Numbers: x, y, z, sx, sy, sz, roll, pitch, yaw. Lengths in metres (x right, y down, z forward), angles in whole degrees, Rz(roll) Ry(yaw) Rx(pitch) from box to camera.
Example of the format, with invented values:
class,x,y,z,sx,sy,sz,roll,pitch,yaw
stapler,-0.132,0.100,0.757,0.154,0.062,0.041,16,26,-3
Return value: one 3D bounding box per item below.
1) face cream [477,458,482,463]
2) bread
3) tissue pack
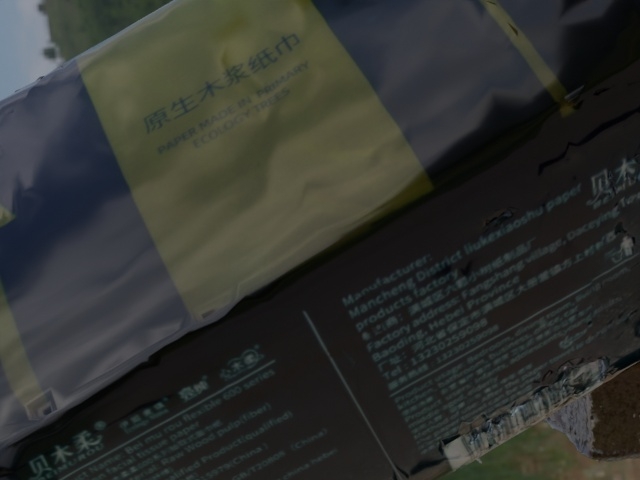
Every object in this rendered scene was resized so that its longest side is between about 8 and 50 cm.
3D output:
class,x,y,z,sx,sy,sz,roll,pitch,yaw
face cream,0.088,0.131,1.458,0.137,0.084,0.341,39,166,50
bread,0.287,0.140,1.381,0.416,0.165,0.113,-152,57,-78
tissue pack,0.000,0.000,0.699,0.253,0.417,0.264,57,179,42
